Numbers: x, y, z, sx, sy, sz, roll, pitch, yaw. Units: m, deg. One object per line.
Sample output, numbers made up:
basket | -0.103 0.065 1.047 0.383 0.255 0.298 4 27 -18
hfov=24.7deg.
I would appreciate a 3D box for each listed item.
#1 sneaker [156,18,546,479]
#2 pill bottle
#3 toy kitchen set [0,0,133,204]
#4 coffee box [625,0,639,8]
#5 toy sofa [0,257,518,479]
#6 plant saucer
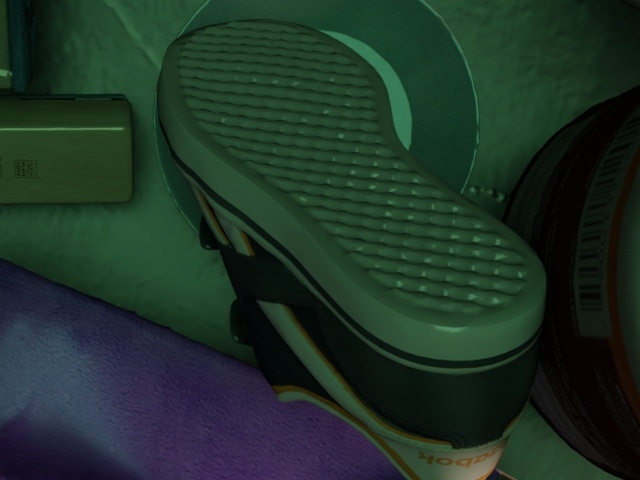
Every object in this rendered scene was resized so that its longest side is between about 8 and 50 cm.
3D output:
sneaker | 0.000 0.000 0.752 0.126 0.321 0.127 -13 128 -18
pill bottle | 0.207 0.022 0.706 0.224 0.392 0.224 0 88 -3
toy kitchen set | -0.173 -0.151 0.863 0.122 0.166 0.207 0 123 -7
coffee box | 0.378 -0.237 0.752 0.334 0.337 0.338 29 88 0
toy sofa | -0.062 0.134 0.768 0.363 0.177 0.150 24 86 -13
plant saucer | -0.003 -0.070 0.880 0.195 0.037 0.195 0 88 -3
